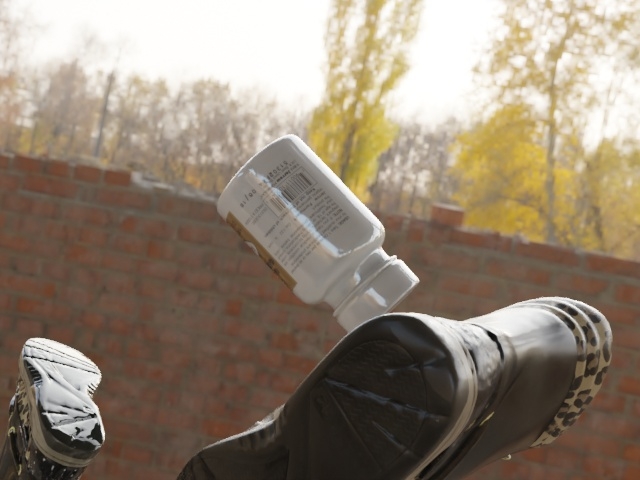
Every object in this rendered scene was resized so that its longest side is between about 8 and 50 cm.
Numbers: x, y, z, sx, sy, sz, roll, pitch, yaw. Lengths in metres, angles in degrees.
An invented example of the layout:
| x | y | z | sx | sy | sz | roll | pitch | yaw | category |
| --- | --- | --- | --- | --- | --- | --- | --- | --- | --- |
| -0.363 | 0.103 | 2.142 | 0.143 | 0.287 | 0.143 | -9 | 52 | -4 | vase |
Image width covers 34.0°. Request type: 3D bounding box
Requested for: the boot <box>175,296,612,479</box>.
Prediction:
| x | y | z | sx | sy | sz | roll | pitch | yaw | category |
| --- | --- | --- | --- | --- | --- | --- | --- | --- | --- |
| 0.057 | 0.173 | 0.883 | 0.284 | 0.377 | 0.138 | -7 | 55 | -48 | boot |

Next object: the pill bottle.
| x | y | z | sx | sy | sz | roll | pitch | yaw | category |
| --- | --- | --- | --- | --- | --- | --- | --- | --- | --- |
| 0.000 | 0.000 | 1.215 | 0.229 | 0.131 | 0.131 | 46 | 6 | 7 | pill bottle |

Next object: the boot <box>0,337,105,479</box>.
| x | y | z | sx | sy | sz | roll | pitch | yaw | category |
| --- | --- | --- | --- | --- | --- | --- | --- | --- | --- |
| -0.283 | 0.209 | 1.017 | 0.085 | 0.179 | 0.236 | 23 | 10 | -23 | boot |
